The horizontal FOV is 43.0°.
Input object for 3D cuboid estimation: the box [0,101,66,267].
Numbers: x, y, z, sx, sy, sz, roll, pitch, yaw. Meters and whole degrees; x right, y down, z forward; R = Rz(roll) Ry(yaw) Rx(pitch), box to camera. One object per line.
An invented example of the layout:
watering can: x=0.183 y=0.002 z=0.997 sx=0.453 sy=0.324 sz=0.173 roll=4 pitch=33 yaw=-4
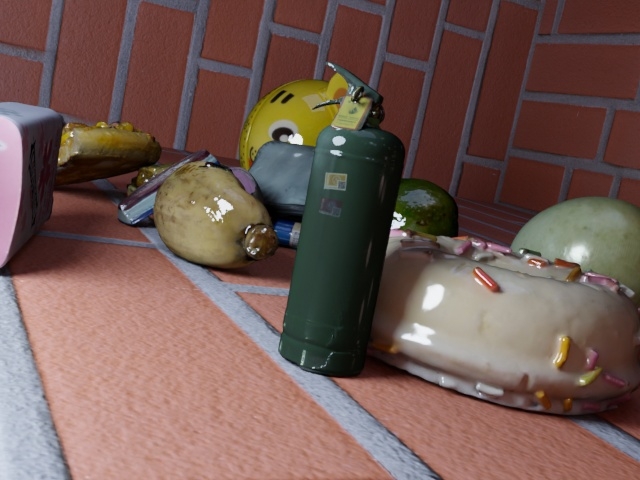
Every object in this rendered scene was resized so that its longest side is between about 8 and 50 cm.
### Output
box: x=-0.425 y=-0.087 z=1.094 sx=0.112 sy=0.190 sz=0.369 roll=10 pitch=10 yaw=-11

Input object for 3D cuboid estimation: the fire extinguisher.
fire extinguisher: x=0.022 y=-0.024 z=0.851 sx=0.114 sy=0.311 sz=0.095 roll=15 pitch=7 yaw=21

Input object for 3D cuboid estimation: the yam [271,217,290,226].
yam: x=-0.083 y=-0.034 z=1.696 sx=0.043 sy=0.043 sz=0.094 roll=10 pitch=10 yaw=-10

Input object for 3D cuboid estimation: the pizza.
pizza: x=-0.462 y=-0.178 z=1.662 sx=0.278 sy=0.114 sz=0.409 roll=-7 pitch=-1 yaw=6

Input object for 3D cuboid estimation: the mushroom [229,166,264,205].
mushroom: x=-0.169 y=-0.059 z=1.508 sx=0.117 sy=0.141 sz=0.188 roll=55 pitch=-6 yaw=-30

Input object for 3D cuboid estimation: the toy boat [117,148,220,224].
toy boat: x=-0.276 y=-0.103 z=1.493 sx=0.080 sy=0.046 sz=0.229 roll=16 pitch=45 yaw=45

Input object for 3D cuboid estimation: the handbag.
handbag: x=-0.021 y=-0.118 z=1.625 sx=0.332 sy=0.191 sz=0.075 roll=10 pitch=-38 yaw=32

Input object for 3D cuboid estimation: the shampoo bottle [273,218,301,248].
shampoo bottle: x=0.000 y=0.000 z=1.548 sx=0.183 sy=0.050 sz=0.087 roll=12 pitch=5 yaw=3

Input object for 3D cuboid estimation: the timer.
timer: x=-0.004 y=-0.202 z=1.877 sx=0.376 sy=0.376 sz=0.387 roll=6 pitch=8 yaw=-33

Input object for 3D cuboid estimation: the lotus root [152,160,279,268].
lotus root: x=-0.168 y=-0.041 z=1.244 sx=0.257 sy=0.154 sz=0.140 roll=24 pitch=9 yaw=42

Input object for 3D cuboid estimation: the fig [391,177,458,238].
fig: x=0.127 y=-0.030 z=1.450 sx=0.245 sy=0.195 sz=0.195 roll=13 pitch=7 yaw=-20

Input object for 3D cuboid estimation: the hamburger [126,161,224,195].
hamburger: x=-0.284 y=-0.098 z=1.646 sx=0.206 sy=0.130 sz=0.183 roll=-8 pitch=7 yaw=-24

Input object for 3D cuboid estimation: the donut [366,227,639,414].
donut: x=0.212 y=0.083 z=0.989 sx=0.382 sy=0.142 sz=0.382 roll=12 pitch=9 yaw=-2

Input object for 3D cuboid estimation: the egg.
egg: x=0.410 y=0.040 z=1.280 sx=0.218 sy=0.218 sz=0.295 roll=7 pitch=-1 yaw=-27
